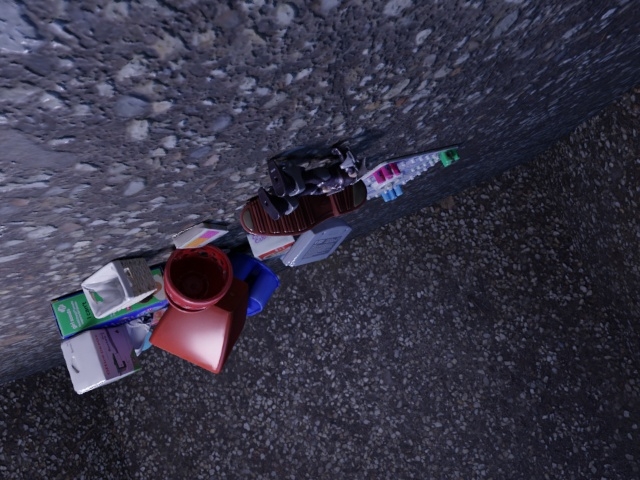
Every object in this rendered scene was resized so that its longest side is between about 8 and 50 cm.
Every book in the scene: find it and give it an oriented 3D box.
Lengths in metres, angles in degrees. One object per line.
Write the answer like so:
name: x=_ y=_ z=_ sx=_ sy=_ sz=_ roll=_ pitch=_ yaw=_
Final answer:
book: x=-0.322 y=-0.014 z=1.126 sx=0.096 sy=0.035 sz=0.144 roll=-28 pitch=173 yaw=8

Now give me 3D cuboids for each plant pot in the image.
plant pot: x=-0.395 y=0.247 z=1.449 sx=0.267 sy=0.267 sz=0.236 roll=-70 pitch=-174 yaw=-61
plant pot: x=-0.375 y=0.118 z=1.245 sx=0.191 sy=0.191 sz=0.174 roll=-20 pitch=168 yaw=-30

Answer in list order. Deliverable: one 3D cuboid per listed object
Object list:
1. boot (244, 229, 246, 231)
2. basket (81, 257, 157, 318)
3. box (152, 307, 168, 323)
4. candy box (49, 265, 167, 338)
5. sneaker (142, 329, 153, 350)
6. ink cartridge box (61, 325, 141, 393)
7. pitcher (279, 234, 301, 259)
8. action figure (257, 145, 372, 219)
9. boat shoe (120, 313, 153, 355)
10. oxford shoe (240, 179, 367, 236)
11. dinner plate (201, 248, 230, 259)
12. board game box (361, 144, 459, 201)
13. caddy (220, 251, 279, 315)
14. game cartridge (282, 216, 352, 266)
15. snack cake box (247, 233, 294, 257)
boot: x=-0.146 y=-0.048 z=1.332 sx=0.136 sy=0.077 sz=0.198 roll=-20 pitch=161 yaw=14
basket: x=-0.543 y=0.125 z=1.121 sx=0.167 sy=0.113 sz=0.103 roll=-27 pitch=176 yaw=28
box: x=-0.680 y=0.288 z=1.885 sx=0.256 sy=0.123 sz=0.128 roll=-20 pitch=174 yaw=-28
candy box: x=-0.658 y=0.209 z=1.344 sx=0.317 sy=0.122 sz=0.268 roll=-22 pitch=174 yaw=-24
sneaker: x=-0.900 y=0.369 z=1.814 sx=0.127 sy=0.208 sz=0.319 roll=-54 pitch=144 yaw=-16
ink cartridge box: x=-0.664 y=0.356 z=1.265 sx=0.092 sy=0.160 sz=0.219 roll=-24 pitch=173 yaw=-2
pitcher: x=-0.071 y=-0.004 z=1.771 sx=0.207 sy=0.126 sz=0.178 roll=-20 pitch=-158 yaw=40
action figure: x=-0.003 y=-0.143 z=0.941 sx=0.285 sy=0.099 sz=0.185 roll=-23 pitch=168 yaw=-42
boat shoe: x=-0.660 y=0.293 z=1.516 sx=0.088 sy=0.268 sz=0.096 roll=-30 pitch=132 yaw=26
oxford shoe: x=-0.049 y=-0.087 z=1.116 sx=0.347 sy=0.123 sz=0.130 roll=-14 pitch=-172 yaw=-18
dinner plate: x=-0.394 y=0.055 z=1.485 sx=0.141 sy=0.017 sz=0.141 roll=-23 pitch=173 yaw=-3
board game box: x=0.250 y=-0.205 z=1.491 sx=0.389 sy=0.050 sz=0.390 roll=-18 pitch=172 yaw=-35
caddy: x=-0.310 y=0.165 z=1.681 sx=0.341 sy=0.241 sz=0.179 roll=-33 pitch=-156 yaw=56
game cartridge: x=0.000 y=0.000 z=1.540 sx=0.198 sy=0.062 sz=0.297 roll=-55 pitch=159 yaw=22
snack cake box: x=-0.174 y=0.008 z=1.552 sx=0.152 sy=0.089 sz=0.264 roll=-21 pitch=173 yaw=-4
